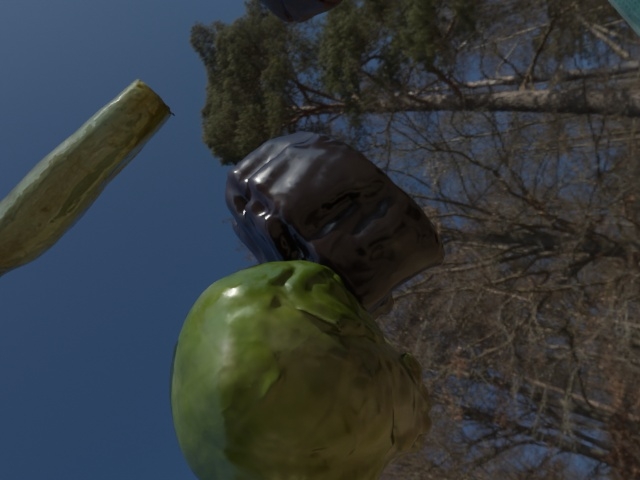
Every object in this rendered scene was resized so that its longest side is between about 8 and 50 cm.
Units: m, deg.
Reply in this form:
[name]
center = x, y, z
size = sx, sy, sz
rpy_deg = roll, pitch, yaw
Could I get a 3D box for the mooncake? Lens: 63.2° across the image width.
[mooncake]
center = 0.000, 0.000, 0.863
size = 0.212, 0.350, 0.381
rpy_deg = -38, -22, -13

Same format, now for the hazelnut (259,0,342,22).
[hazelnut]
center = -0.017, -0.460, 0.818
size = 0.181, 0.212, 0.181
rpy_deg = -50, -38, -18

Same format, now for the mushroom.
[mushroom]
center = -0.308, -0.070, 0.638
size = 0.312, 0.100, 0.081
rpy_deg = -44, -76, -5

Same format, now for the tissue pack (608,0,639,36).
[tissue pack]
center = 0.558, -0.411, 0.713
size = 0.287, 0.162, 0.388
rpy_deg = -36, -98, 7

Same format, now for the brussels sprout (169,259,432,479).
[brussels sprout]
center = -0.037, 0.178, 0.616
size = 0.273, 0.243, 0.316
rpy_deg = -42, -67, 7
